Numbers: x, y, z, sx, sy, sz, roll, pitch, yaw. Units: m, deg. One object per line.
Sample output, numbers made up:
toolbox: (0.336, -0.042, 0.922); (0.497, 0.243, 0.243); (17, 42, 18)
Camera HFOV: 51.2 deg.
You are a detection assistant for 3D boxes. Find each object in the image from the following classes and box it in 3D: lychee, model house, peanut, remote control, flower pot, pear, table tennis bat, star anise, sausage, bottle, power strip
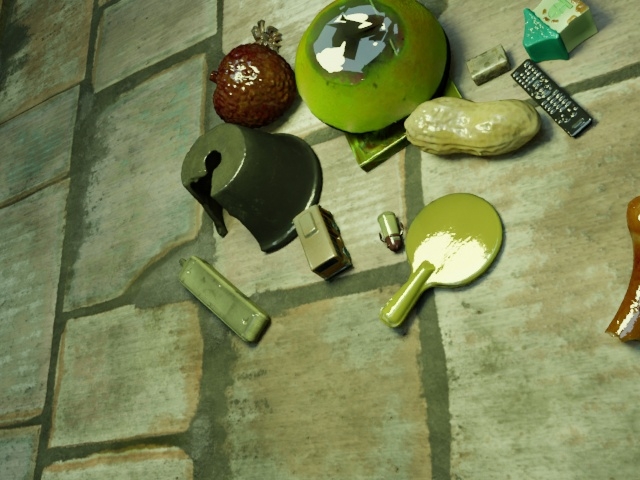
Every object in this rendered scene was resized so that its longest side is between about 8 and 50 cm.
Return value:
lychee: (-0.196, -0.445, 1.938); (0.261, 0.261, 0.260); (-13, 64, 29)
model house: (0.537, -0.490, 1.548); (0.149, 0.100, 0.127); (-42, 53, 15)
peanut: (0.354, -0.269, 1.562); (0.313, 0.149, 0.149); (6, 75, 33)
remote control: (0.526, -0.330, 1.536); (0.063, 0.025, 0.245); (-40, 55, 16)
flower pot: (-0.213, -0.181, 1.835); (0.380, 0.251, 0.379); (-15, 62, 30)
pear: (0.113, -0.462, 1.628); (0.399, 0.165, 0.398); (-2, 82, 11)
table tennis bat: (0.266, 0.051, 1.543); (0.224, 0.054, 0.368); (37, 89, 37)
star anise: (-0.198, -0.624, 2.034); (0.148, 0.227, 0.218); (-45, 64, 3)
sausage: (0.622, 0.056, 1.280); (0.103, 0.076, 0.302); (8, 76, 34)
bottle: (0.172, -0.018, 1.636); (0.063, 0.047, 0.101); (-44, 52, 46)
power strip: (-0.284, 0.149, 1.865); (0.388, 0.066, 0.092); (35, 94, 36)

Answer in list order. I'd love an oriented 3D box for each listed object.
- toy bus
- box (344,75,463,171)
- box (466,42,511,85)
toy bus: (0.000, 0.000, 1.705); (0.091, 0.103, 0.182); (-33, 56, 18)
box: (0.207, -0.330, 1.739); (0.311, 0.043, 0.172); (-33, 56, 18)
box: (0.413, -0.430, 1.641); (0.098, 0.045, 0.062); (-25, 60, 22)
